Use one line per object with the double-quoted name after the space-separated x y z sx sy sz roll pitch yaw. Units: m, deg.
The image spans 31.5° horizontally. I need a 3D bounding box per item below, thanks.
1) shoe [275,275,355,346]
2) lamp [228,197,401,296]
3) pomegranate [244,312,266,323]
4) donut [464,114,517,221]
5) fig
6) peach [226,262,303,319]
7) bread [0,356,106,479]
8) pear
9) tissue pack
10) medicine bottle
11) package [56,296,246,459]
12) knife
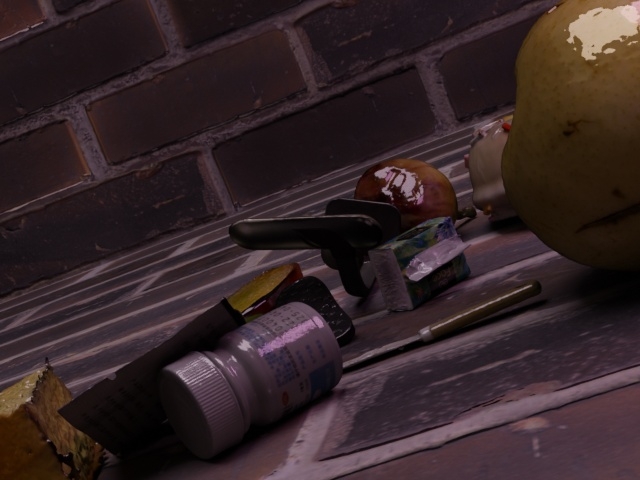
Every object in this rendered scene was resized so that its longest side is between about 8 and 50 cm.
-0.003 0.104 1.434 0.071 0.049 0.179 -29 28 -11 "shoe"
-0.001 0.007 1.560 0.203 0.125 0.283 8 7 11 "lamp"
-0.077 0.131 1.388 0.085 0.073 0.073 -57 5 6 "pomegranate"
0.389 -0.155 1.672 0.382 0.142 0.382 -23 4 1 "donut"
0.166 -0.061 1.752 0.230 0.143 0.160 -18 36 -29 "fig"
-0.095 0.103 1.600 0.189 0.068 0.279 -26 7 18 "peach"
-0.311 0.220 1.172 0.134 0.129 0.260 -30 8 -7 "bread"
0.331 -0.115 1.134 0.309 0.309 0.309 -21 8 3 "pear"
0.132 0.028 1.424 0.111 0.085 0.079 -26 10 -35 "tissue pack"
-0.069 0.138 1.148 0.168 0.105 0.105 -26 9 -29 "medicine bottle"
-0.160 0.148 1.217 0.204 0.062 0.251 -38 -12 -6 "package"
0.100 0.106 1.234 0.297 0.017 0.047 -24 5 10 "knife"
